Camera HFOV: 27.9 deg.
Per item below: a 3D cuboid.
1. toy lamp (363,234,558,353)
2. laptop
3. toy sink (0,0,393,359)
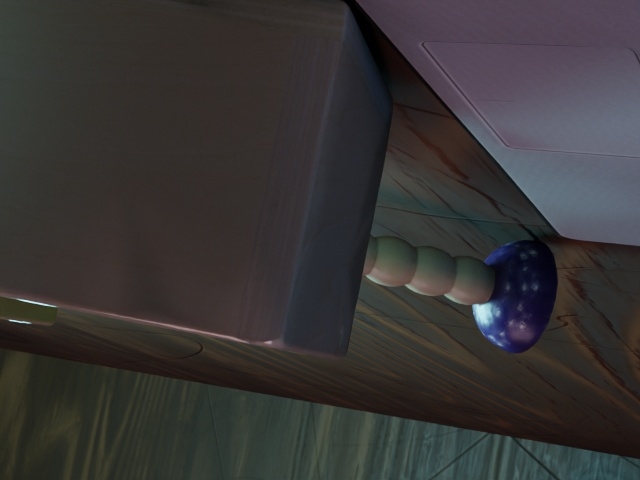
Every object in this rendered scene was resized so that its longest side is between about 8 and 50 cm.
[{"bbox_3d":[0.000,0.000,0.739,0.275,0.080,0.080,15,168,-20],"label":"toy lamp"},{"bbox_3d":[0.212,0.063,0.424,0.408,0.236,0.382,6,166,26],"label":"laptop"},{"bbox_3d":[-0.102,-0.030,0.515,0.234,0.131,0.153,11,175,10],"label":"toy sink"}]
